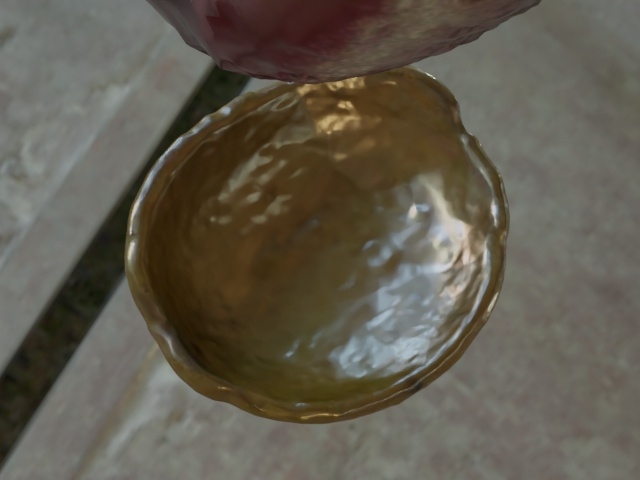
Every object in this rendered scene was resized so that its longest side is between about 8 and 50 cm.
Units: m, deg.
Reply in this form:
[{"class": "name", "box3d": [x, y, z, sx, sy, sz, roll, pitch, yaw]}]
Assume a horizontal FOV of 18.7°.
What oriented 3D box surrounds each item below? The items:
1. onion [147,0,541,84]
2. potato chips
[{"class": "onion", "box3d": [0.044, -0.163, 0.468, 0.195, 0.272, 0.272, 10, 45, -25]}, {"class": "potato chips", "box3d": [0.000, 0.001, 1.028, 0.195, 0.062, 0.208, 17, 70, 1]}]
